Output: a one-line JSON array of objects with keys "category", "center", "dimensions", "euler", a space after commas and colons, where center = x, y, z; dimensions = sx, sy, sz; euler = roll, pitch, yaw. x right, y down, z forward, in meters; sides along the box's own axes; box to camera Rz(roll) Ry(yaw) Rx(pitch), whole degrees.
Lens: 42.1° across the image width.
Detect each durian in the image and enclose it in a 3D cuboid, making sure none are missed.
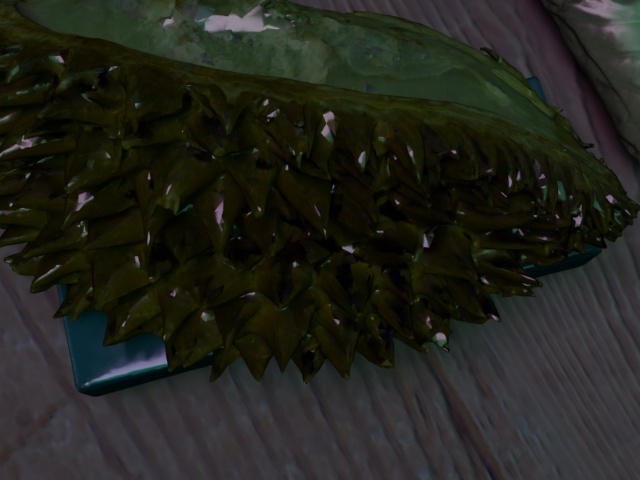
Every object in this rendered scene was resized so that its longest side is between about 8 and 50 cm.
[{"category": "durian", "center": [-0.026, -0.040, 0.439], "dimensions": [0.394, 0.198, 0.163], "euler": [7, 124, -2]}]

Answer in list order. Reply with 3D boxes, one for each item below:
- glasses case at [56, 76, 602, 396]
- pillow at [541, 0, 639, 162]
[{"category": "glasses case", "center": [0.000, -0.001, 0.495], "dimensions": [0.300, 0.070, 0.117], "euler": [-14, 76, -2]}, {"category": "pillow", "center": [0.246, -0.227, 0.510], "dimensions": [0.280, 0.076, 0.274], "euler": [-33, 91, 2]}]
